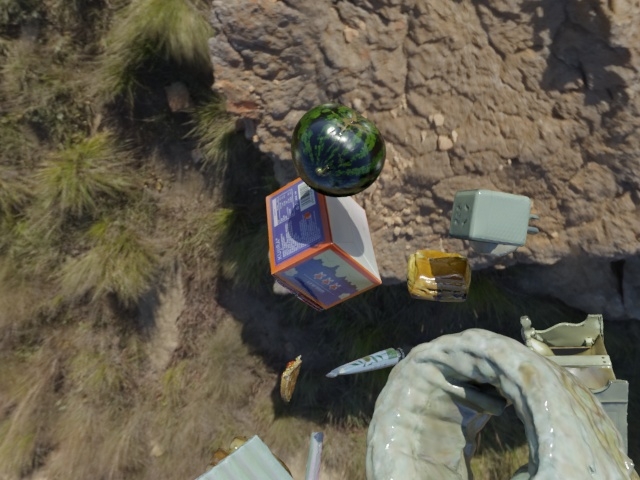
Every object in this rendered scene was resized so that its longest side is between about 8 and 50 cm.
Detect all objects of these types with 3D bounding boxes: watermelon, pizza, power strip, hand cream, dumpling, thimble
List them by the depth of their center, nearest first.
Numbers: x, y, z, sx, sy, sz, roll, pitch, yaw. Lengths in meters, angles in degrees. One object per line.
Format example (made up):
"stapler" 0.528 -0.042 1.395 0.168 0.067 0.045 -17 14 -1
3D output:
"thimble" 0.212 0.263 0.642 0.195 0.291 0.291 32 120 -29
"pizza" -0.074 0.315 1.165 0.029 0.100 0.099 16 106 15
"watermelon" 0.045 -0.245 1.454 0.269 0.269 0.268 6 113 13
"power strip" 0.492 -0.058 1.461 0.225 0.140 0.138 8 90 -13
"hand cream" 0.144 0.387 1.642 0.256 0.088 0.055 -12 84 -22
"dumpling" 0.561 -0.016 1.777 0.227 0.175 0.243 -2 142 30

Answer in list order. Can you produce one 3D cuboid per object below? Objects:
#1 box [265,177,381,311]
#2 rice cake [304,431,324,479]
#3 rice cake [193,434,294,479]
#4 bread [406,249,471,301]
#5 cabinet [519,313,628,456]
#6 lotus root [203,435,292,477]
"box" 0.000 0.000 1.824 0.257 0.348 0.319 -27 140 22
"rice cake" -0.021 0.882 2.043 0.051 0.290 0.081 28 133 -18
"rice cake" -0.139 0.529 1.099 0.198 0.189 0.037 58 159 1
"bread" 0.390 0.107 1.736 0.211 0.235 0.099 5 117 9
"cabinet" 0.664 0.405 1.410 0.228 0.290 0.317 -7 118 19
"lotus root" -0.211 0.717 1.525 0.250 0.316 0.315 7 113 23
